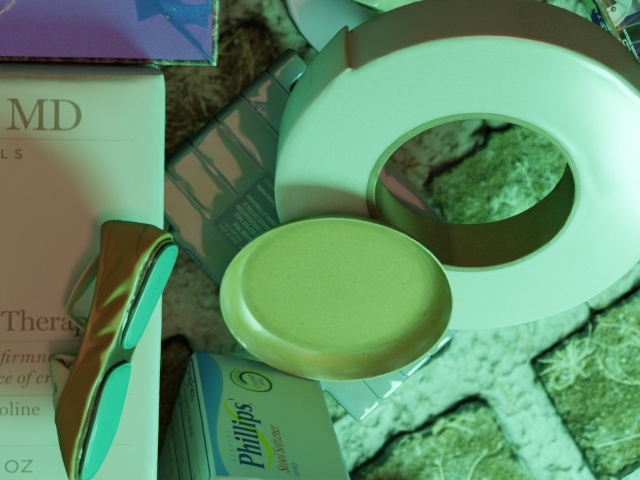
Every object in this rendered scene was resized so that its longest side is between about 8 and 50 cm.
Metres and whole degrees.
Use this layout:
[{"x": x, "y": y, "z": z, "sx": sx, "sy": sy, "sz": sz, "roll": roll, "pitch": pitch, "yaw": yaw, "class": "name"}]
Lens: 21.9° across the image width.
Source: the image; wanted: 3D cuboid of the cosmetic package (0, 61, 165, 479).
[{"x": -0.327, "y": 0.019, "z": 1.575, "sx": 0.329, "sy": 0.327, "sz": 0.394, "roll": 0, "pitch": 100, "yaw": -11, "class": "cosmetic package"}]

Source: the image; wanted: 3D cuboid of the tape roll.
[{"x": 0.148, "y": -0.067, "z": 1.621, "sx": 0.392, "sy": 0.072, "sz": 0.392, "roll": 1, "pitch": 134, "yaw": 1, "class": "tape roll"}]

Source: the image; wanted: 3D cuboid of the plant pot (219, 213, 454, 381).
[{"x": 0.017, "y": 0.054, "z": 1.671, "sx": 0.236, "sy": 0.032, "sz": 0.236, "roll": 2, "pitch": 134, "yaw": 2, "class": "plant pot"}]

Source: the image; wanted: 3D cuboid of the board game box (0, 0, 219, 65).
[{"x": -0.221, "y": -0.257, "z": 1.554, "sx": 0.232, "sy": 0.291, "sz": 0.141, "roll": 0, "pitch": 105, "yaw": -9, "class": "board game box"}]

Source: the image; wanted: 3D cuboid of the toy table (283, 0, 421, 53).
[{"x": 0.105, "y": -0.236, "z": 1.697, "sx": 0.274, "sy": 0.161, "sz": 0.252, "roll": 5, "pitch": 99, "yaw": -11, "class": "toy table"}]

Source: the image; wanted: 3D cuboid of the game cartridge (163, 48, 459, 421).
[{"x": 0.000, "y": 0.000, "z": 1.775, "sx": 0.230, "sy": 0.068, "sz": 0.355, "roll": -41, "pitch": 105, "yaw": 3, "class": "game cartridge"}]

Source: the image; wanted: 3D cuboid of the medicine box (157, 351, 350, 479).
[{"x": -0.090, "y": 0.304, "z": 1.683, "sx": 0.149, "sy": 0.263, "sz": 0.289, "roll": 13, "pitch": 110, "yaw": -14, "class": "medicine box"}]

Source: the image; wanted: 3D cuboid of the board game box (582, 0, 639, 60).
[{"x": 0.340, "y": -0.385, "z": 1.774, "sx": 0.208, "sy": 0.056, "sz": 0.347, "roll": -30, "pitch": 104, "yaw": -9, "class": "board game box"}]

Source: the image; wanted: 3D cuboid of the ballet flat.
[{"x": -0.191, "y": 0.091, "z": 1.420, "sx": 0.073, "sy": 0.080, "sz": 0.232, "roll": 21, "pitch": 93, "yaw": 14, "class": "ballet flat"}]
